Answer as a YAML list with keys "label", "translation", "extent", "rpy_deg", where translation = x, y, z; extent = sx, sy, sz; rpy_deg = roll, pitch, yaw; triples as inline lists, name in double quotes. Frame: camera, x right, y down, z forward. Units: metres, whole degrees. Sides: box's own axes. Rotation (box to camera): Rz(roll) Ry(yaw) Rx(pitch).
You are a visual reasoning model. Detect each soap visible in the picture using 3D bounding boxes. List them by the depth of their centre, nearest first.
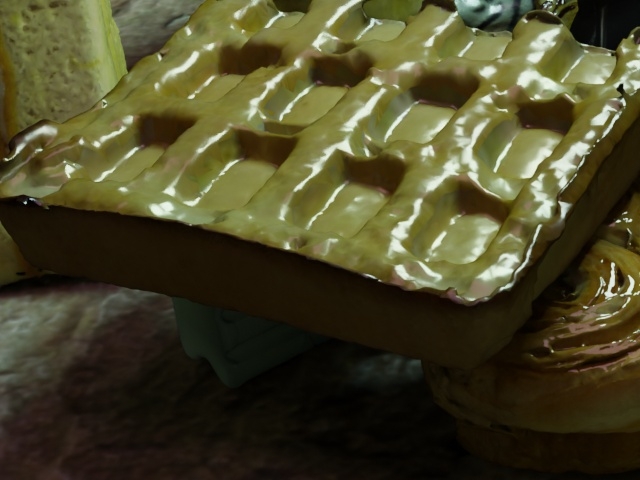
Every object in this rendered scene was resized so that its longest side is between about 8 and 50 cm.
- label: "soap"
  translation: [0.000, 0.000, 1.303]
  extent: [0.198, 0.119, 0.066]
  rpy_deg: [-25, 36, -25]

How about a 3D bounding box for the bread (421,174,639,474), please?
- label: "bread"
  translation: [0.164, 0.043, 1.197]
  extent: [0.198, 0.120, 0.236]
  rpy_deg: [-1, 33, 13]

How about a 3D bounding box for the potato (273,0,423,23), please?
- label: "potato"
  translation: [-0.015, -0.258, 1.581]
  extent: [0.243, 0.242, 0.285]
  rpy_deg: [10, 55, 27]

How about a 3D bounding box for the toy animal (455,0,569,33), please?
- label: "toy animal"
  translation: [0.221, -0.225, 1.641]
  extent: [0.255, 0.090, 0.170]
  rpy_deg: [-5, 50, 21]

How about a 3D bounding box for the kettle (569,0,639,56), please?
- label: "kettle"
  translation: [0.306, -0.155, 1.343]
  extent: [0.290, 0.268, 0.207]
  rpy_deg: [1, 28, 16]

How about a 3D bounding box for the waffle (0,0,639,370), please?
- label: "waffle"
  translation: [0.013, -0.053, 1.200]
  extent: [0.348, 0.077, 0.304]
  rpy_deg: [12, 39, 28]

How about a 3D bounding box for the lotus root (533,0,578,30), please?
- label: "lotus root"
  translation: [0.252, -0.138, 1.493]
  extent: [0.191, 0.094, 0.108]
  rpy_deg: [5, 16, 4]

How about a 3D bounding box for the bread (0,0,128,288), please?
- label: "bread"
  translation: [-0.228, -0.114, 1.407]
  extent: [0.168, 0.264, 0.163]
  rpy_deg: [-12, 30, 5]
